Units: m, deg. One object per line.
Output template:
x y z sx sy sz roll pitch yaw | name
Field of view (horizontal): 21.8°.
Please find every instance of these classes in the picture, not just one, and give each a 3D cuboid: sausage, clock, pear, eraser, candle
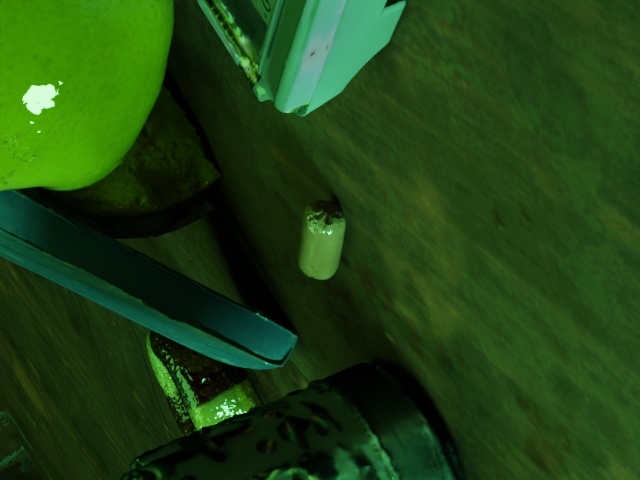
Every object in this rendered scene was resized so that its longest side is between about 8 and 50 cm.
0.000 0.000 1.237 0.034 0.034 0.083 54 160 23 | sausage
-0.024 -0.199 0.931 0.186 0.083 0.253 58 162 12 | clock
-0.240 -0.201 1.285 0.285 0.285 0.336 33 109 56 | pear
-0.179 0.035 1.476 0.312 0.042 0.144 28 167 -20 | eraser
-0.054 0.221 1.256 0.187 0.330 0.187 53 155 39 | candle

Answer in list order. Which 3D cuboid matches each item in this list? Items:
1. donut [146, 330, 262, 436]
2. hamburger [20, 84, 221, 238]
-0.120 0.155 1.738 0.184 0.073 0.166 67 164 -11 | donut
-0.227 -0.110 1.490 0.283 0.157 0.144 51 168 11 | hamburger
